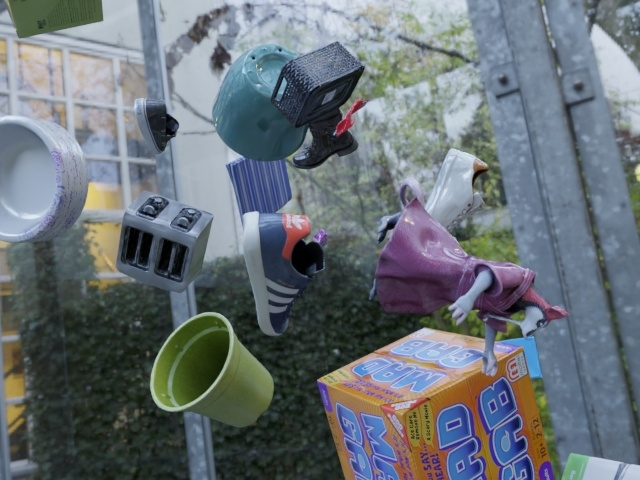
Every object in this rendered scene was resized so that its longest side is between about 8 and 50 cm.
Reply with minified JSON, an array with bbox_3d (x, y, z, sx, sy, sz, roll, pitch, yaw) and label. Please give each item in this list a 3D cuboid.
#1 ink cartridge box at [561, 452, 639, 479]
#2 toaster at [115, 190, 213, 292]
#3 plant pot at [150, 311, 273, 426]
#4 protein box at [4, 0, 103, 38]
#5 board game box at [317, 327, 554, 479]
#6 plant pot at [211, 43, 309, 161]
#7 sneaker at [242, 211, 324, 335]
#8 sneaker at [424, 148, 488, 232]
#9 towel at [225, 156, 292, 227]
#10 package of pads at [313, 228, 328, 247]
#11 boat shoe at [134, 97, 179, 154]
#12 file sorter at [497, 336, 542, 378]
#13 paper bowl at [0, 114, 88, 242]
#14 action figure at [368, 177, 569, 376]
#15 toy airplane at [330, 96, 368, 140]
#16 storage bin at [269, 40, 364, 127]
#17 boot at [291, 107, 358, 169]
[{"bbox_3d":[0.719,0.597,1.419,0.198,0.115,0.272,38,-23,-17],"label":"ink cartridge box"},{"bbox_3d":[-0.336,0.009,1.339,0.167,0.186,0.110,20,27,2],"label":"toaster"},{"bbox_3d":[-0.268,0.376,1.691,0.276,0.276,0.254,-14,-42,31],"label":"plant pot"},{"bbox_3d":[-0.617,-0.592,1.413,0.201,0.136,0.200,-22,-13,-22],"label":"protein box"},{"bbox_3d":[0.267,0.454,1.484,0.356,0.357,0.356,-20,9,-27],"label":"board game box"},{"bbox_3d":[-0.148,-0.409,1.770,0.292,0.293,0.235,-5,-21,-19],"label":"plant pot"},{"bbox_3d":[-0.062,0.078,1.267,0.148,0.131,0.350,-6,-38,-1],"label":"sneaker"},{"bbox_3d":[0.309,-0.065,1.463,0.123,0.290,0.106,22,1,16],"label":"sneaker"},{"bbox_3d":[-0.201,-0.195,2.117,0.040,0.243,0.336,-1,23,27],"label":"towel"},{"bbox_3d":[0.000,0.000,2.087,0.050,0.032,0.083,-47,-17,-15],"label":"package of pads"},{"bbox_3d":[-0.348,-0.251,1.370,0.076,0.080,0.228,-6,-14,-6],"label":"boat shoe"},{"bbox_3d":[0.568,0.368,1.875,0.170,0.118,0.104,-13,-24,21],"label":"file sorter"},{"bbox_3d":[-0.662,-0.138,1.443,0.284,0.285,0.148,-11,1,17],"label":"paper bowl"},{"bbox_3d":[0.287,0.079,1.199,0.369,0.276,0.248,14,-28,18],"label":"action figure"},{"bbox_3d":[0.074,-0.324,1.654,0.028,0.151,0.151,39,-24,-11],"label":"toy airplane"},{"bbox_3d":[-0.006,-0.330,1.322,0.180,0.084,0.122,-35,-14,-37],"label":"storage bin"},{"bbox_3d":[-0.018,-0.360,2.041,0.262,0.091,0.229,-18,-44,19],"label":"boot"}]
